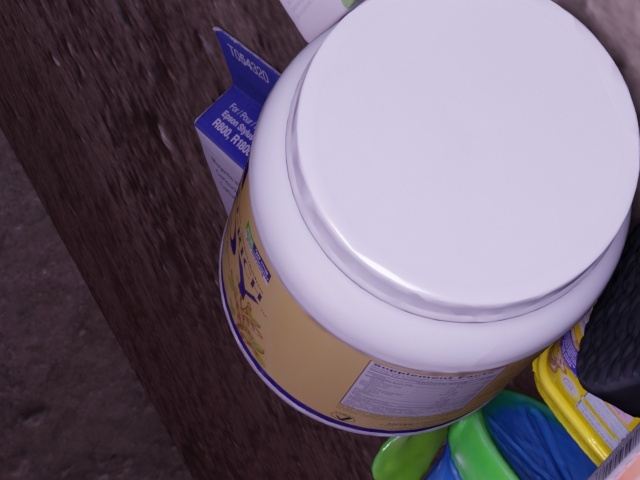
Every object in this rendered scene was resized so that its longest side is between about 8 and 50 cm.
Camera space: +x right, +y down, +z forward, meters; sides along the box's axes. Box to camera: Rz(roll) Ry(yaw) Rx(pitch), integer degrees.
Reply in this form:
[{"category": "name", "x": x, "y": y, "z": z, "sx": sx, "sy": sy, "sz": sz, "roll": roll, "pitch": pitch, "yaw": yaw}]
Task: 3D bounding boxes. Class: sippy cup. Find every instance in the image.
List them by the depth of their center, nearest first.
[{"category": "sippy cup", "x": 0.138, "y": 0.267, "z": 1.414, "sx": 0.240, "sy": 0.224, "sz": 0.305, "roll": 37, "pitch": -163, "yaw": -6}]

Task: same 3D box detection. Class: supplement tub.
[{"category": "supplement tub", "x": 0.064, "y": -0.014, "z": 1.229, "sx": 0.241, "sy": 0.241, "sz": 0.331, "roll": 54, "pitch": 164, "yaw": 9}]

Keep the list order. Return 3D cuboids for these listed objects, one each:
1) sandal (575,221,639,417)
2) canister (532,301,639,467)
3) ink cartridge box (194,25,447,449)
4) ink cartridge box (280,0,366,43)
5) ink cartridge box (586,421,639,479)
[{"category": "sandal", "x": 0.251, "y": 0.042, "z": 0.978, "sx": 0.107, "sy": 0.167, "sz": 0.446, "roll": 25, "pitch": 179, "yaw": -6}, {"category": "canister", "x": 0.218, "y": 0.091, "z": 1.279, "sx": 0.126, "sy": 0.073, "sz": 0.170, "roll": 52, "pitch": 162, "yaw": 13}, {"category": "ink cartridge box", "x": 0.000, "y": 0.000, "z": 1.767, "sx": 0.324, "sy": 0.071, "sz": 0.330, "roll": 41, "pitch": 159, "yaw": 46}, {"category": "ink cartridge box", "x": -0.035, "y": -0.318, "z": 1.156, "sx": 0.353, "sy": 0.119, "sz": 0.207, "roll": 57, "pitch": 163, "yaw": 0}, {"category": "ink cartridge box", "x": 0.246, "y": 0.210, "z": 1.219, "sx": 0.179, "sy": 0.045, "sz": 0.145, "roll": 33, "pitch": 122, "yaw": -2}]
